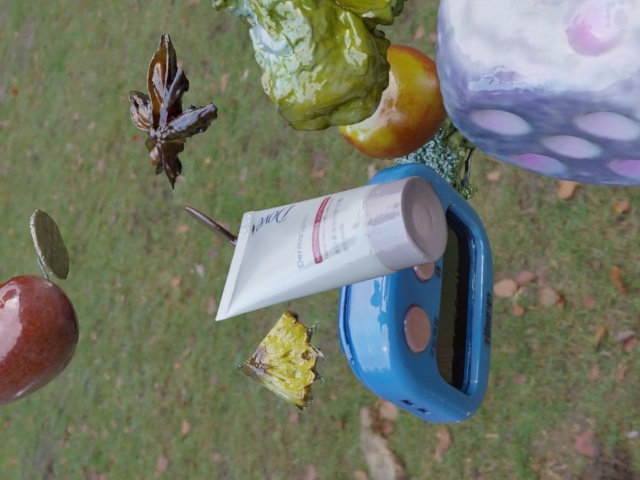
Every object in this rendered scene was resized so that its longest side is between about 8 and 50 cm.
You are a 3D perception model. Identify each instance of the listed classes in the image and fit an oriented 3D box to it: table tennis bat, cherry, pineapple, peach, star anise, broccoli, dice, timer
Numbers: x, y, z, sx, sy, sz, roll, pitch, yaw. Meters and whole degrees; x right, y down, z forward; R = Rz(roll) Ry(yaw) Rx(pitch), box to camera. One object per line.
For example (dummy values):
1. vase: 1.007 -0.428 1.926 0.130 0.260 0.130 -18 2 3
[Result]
1. table tennis bat: -0.145 -0.009 1.344 0.155 0.098 0.019 31 81 21
2. cherry: -0.247 0.084 0.724 0.126 0.087 0.106 -55 -4 -7
3. pineapple: -0.054 0.164 1.220 0.069 0.116 0.137 99 164 -66
4. peach: 0.120 -0.225 1.459 0.190 0.192 0.190 1 92 40
5. star anise: -0.174 -0.148 0.996 0.157 0.054 0.212 66 151 18
6. broccoli: 0.292 -0.229 1.744 0.221 0.362 0.252 50 146 31
7. dice: 0.303 -0.225 0.981 0.271 0.270 0.270 8 77 36
8. timer: 0.144 0.078 1.269 0.115 0.309 0.339 -10 61 34

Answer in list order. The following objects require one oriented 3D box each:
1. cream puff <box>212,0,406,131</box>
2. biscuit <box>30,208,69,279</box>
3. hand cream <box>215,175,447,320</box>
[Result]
1. cream puff: -0.005 -0.252 0.956 0.185 0.281 0.281 -26 48 6
2. biscuit: -0.426 0.007 1.405 0.015 0.120 0.120 -19 51 3
3. hand cream: 0.000 0.000 0.879 0.248 0.083 0.133 -15 48 34
